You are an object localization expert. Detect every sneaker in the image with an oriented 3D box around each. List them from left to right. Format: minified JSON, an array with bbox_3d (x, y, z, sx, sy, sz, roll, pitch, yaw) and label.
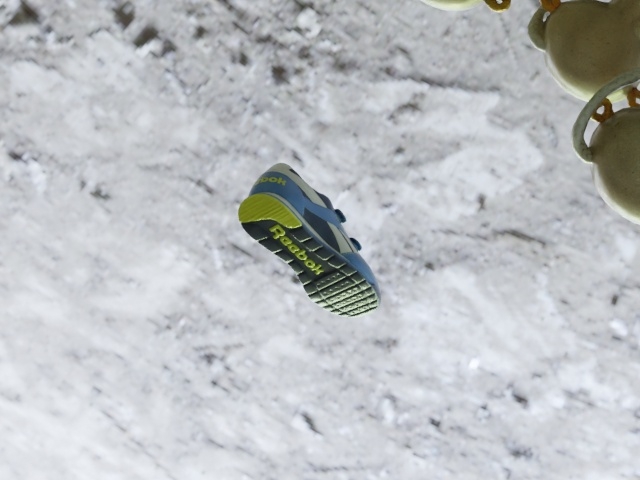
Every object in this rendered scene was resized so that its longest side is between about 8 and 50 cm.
[{"bbox_3d":[0.000,0.000,0.926,0.053,0.059,0.144,-22,124,29],"label":"sneaker"}]

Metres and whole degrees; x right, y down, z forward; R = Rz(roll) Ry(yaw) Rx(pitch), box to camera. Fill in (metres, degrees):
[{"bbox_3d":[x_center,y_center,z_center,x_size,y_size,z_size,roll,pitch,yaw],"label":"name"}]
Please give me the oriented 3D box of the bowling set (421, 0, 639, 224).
[{"bbox_3d":[0.173,-0.060,0.515,0.287,0.154,0.200,49,-174,13],"label":"bowling set"}]
